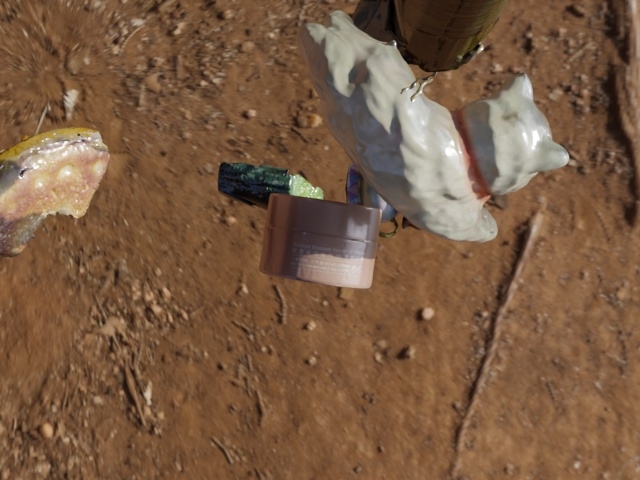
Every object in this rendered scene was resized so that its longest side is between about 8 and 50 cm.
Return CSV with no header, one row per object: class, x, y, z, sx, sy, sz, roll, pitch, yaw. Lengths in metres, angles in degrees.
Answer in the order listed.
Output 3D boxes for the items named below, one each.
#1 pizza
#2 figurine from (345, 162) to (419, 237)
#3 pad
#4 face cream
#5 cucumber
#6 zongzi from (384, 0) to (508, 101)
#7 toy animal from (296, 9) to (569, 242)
pizza,-0.447,-0.075,1.410,0.305,0.085,0.161,-41,143,-32
figurine,0.186,-0.097,1.817,0.263,0.142,0.189,3,89,12
pad,0.140,-0.368,1.615,0.022,0.233,0.174,50,59,-47
face cream,0.000,0.000,1.211,0.149,0.149,0.104,8,92,-17
cucumber,-0.095,-0.089,1.734,0.193,0.115,0.086,18,80,6
zongzi,0.085,-0.282,0.805,0.111,0.248,0.241,-23,78,-12
toy animal,0.128,-0.159,1.083,0.266,0.188,0.308,-6,74,-41
